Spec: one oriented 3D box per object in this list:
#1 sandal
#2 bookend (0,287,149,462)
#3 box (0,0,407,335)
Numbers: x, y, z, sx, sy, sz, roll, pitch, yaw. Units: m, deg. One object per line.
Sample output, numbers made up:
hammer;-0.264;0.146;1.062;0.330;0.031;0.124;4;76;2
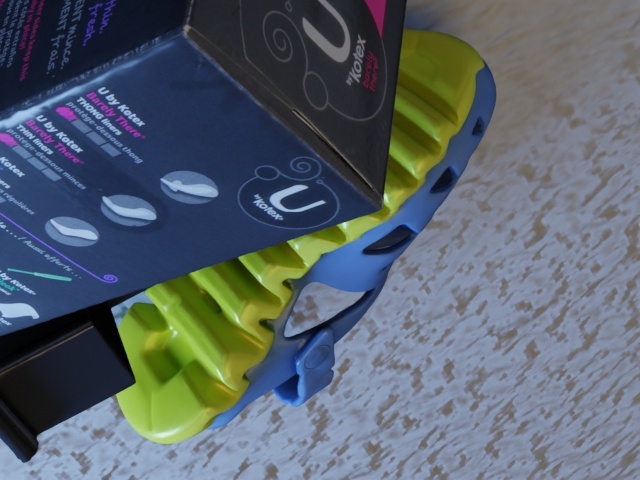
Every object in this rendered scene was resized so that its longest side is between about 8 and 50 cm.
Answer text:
sandal;0.000;0.000;0.930;0.317;0.126;0.138;-49;146;19
bookend;-0.138;0.020;0.849;0.156;0.157;0.072;-27;136;0
box;-0.107;-0.078;0.715;0.270;0.165;0.143;-18;139;34
